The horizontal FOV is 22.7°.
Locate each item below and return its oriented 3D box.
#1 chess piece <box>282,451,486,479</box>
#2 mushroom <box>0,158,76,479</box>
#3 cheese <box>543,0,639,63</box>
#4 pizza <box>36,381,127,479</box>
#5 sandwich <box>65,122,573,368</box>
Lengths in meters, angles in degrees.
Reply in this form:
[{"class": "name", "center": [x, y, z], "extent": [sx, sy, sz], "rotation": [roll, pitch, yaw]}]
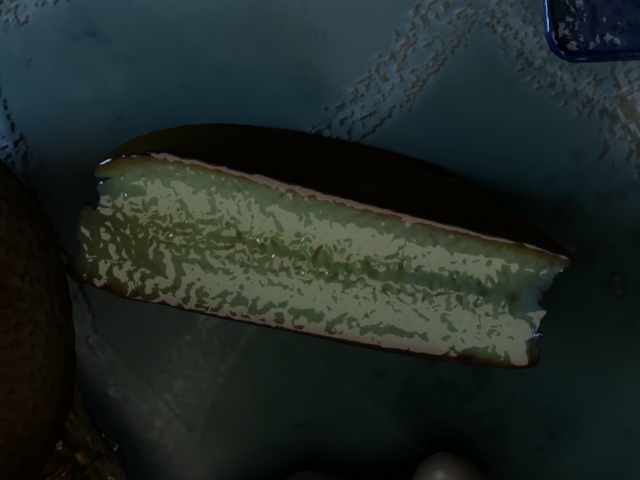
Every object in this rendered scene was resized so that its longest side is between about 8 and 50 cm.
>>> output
[{"class": "chess piece", "center": [-0.033, 0.217, 0.970], "extent": [0.307, 0.124, 0.139], "rotation": [-23, 78, 13]}, {"class": "mushroom", "center": [-0.239, 0.056, 0.842], "extent": [0.253, 0.153, 0.253], "rotation": [-3, 82, 25]}, {"class": "cheese", "center": [0.139, -0.239, 0.691], "extent": [0.204, 0.083, 0.320], "rotation": [-4, 95, -3]}, {"class": "pizza", "center": [-0.166, 0.153, 0.917], "extent": [0.127, 0.058, 0.246], "rotation": [-20, 84, 11]}, {"class": "sandwich", "center": [0.000, 0.000, 0.860], "extent": [0.258, 0.096, 0.094], "rotation": [13, 111, 1]}]
